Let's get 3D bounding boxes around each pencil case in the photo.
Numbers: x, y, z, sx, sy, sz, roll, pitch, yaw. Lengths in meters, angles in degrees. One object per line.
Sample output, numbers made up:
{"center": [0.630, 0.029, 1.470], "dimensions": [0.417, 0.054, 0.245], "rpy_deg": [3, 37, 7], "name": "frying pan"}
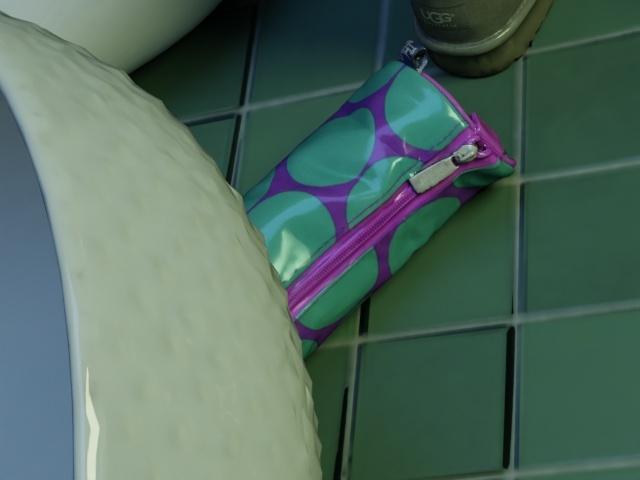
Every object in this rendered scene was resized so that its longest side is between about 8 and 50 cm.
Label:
{"center": [0.000, 0.000, 0.577], "dimensions": [0.151, 0.064, 0.070], "rpy_deg": [-45, 21, -6], "name": "pencil case"}

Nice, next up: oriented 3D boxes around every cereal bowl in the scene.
{"center": [-0.116, 0.097, 0.481], "dimensions": [0.339, 0.141, 0.339], "rpy_deg": [-15, 69, 44], "name": "cereal bowl"}

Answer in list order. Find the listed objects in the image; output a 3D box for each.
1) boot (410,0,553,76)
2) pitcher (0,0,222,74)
{"center": [0.057, -0.185, 0.581], "dimensions": [0.076, 0.208, 0.190], "rpy_deg": [6, 61, 29], "name": "boot"}
{"center": [-0.120, -0.132, 0.707], "dimensions": [0.207, 0.125, 0.178], "rpy_deg": [-55, 35, -1], "name": "pitcher"}
